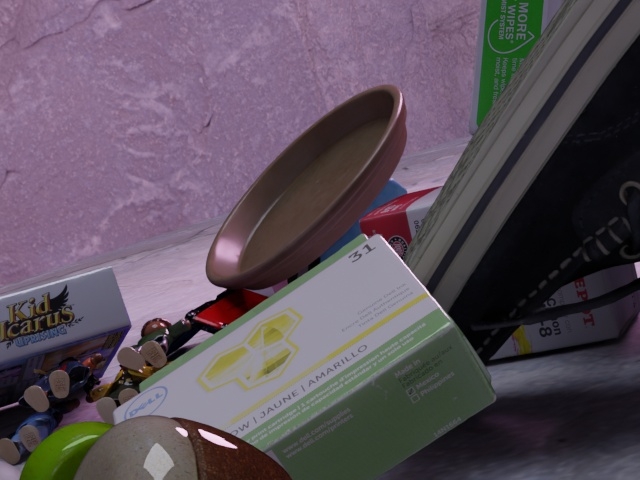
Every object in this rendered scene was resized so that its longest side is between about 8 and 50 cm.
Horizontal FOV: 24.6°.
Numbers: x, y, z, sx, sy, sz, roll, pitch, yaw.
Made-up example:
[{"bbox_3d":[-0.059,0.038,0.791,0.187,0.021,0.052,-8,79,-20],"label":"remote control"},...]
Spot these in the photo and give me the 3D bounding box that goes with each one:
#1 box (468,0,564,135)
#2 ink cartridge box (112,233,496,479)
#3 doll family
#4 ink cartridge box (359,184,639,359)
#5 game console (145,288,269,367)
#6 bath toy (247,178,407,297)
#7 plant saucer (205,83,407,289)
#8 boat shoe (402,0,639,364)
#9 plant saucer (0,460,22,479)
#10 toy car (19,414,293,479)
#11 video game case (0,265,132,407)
[{"bbox_3d":[0.263,-0.124,1.047,0.231,0.127,0.262,7,4,26],"label":"box"},{"bbox_3d":[-0.026,0.062,0.766,0.171,0.056,0.235,-33,25,-1],"label":"ink cartridge box"},{"bbox_3d":[-0.190,0.123,1.213,0.193,0.076,0.111,-17,10,3],"label":"doll family"},{"bbox_3d":[0.143,0.016,1.124,0.176,0.128,0.127,-12,5,21],"label":"ink cartridge box"},{"bbox_3d":[-0.099,0.102,1.472,0.124,0.085,0.144,19,15,12],"label":"game console"},{"bbox_3d":[0.000,0.000,1.644,0.151,0.129,0.348,-17,6,-22],"label":"bath toy"},{"bbox_3d":[-0.009,-0.049,1.515,0.278,0.041,0.278,-41,19,17],"label":"plant saucer"},{"bbox_3d":[0.170,-0.046,0.835,0.500,0.156,0.187,-57,2,34],"label":"boat shoe"},{"bbox_3d":[-0.337,0.186,0.845,0.400,0.100,0.400,-14,5,1],"label":"plant saucer"},{"bbox_3d":[-0.001,0.144,0.487,0.188,0.149,0.155,14,-3,-25],"label":"toy car"},{"bbox_3d":[-0.309,0.111,1.330,0.244,0.061,0.269,-15,-11,-18],"label":"video game case"}]
